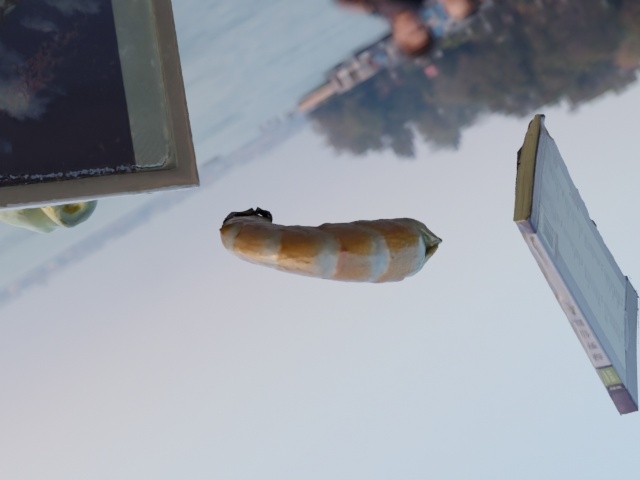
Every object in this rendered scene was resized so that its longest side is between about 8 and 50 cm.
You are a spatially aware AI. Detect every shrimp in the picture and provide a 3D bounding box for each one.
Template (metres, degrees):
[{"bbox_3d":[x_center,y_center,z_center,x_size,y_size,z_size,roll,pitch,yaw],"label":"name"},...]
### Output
[{"bbox_3d":[0.000,0.000,1.161,0.161,0.049,0.166,-3,-170,-21],"label":"shrimp"}]

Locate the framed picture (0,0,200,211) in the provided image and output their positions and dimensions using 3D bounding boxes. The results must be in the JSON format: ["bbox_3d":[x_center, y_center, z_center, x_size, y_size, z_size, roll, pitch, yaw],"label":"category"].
[{"bbox_3d":[-0.224,-0.114,0.903,0.281,0.209,0.019,-9,173,-17],"label":"framed picture"}]

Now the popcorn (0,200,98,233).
[{"bbox_3d":[-0.295,-0.167,1.490,0.312,0.312,0.312,-30,-176,3],"label":"popcorn"}]

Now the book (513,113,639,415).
[{"bbox_3d":[0.226,0.021,1.290,0.026,0.231,0.157,-18,-148,26],"label":"book"}]
